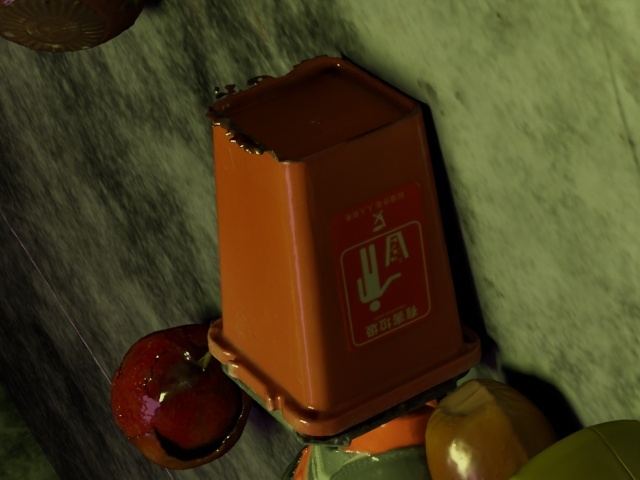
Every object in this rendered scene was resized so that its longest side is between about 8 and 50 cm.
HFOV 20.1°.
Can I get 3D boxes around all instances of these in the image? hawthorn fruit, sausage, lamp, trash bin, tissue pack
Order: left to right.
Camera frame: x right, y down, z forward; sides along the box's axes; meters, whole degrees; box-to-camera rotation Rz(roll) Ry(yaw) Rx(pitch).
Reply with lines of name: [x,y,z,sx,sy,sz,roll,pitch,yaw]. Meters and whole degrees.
lamp: [-0.218,-0.232,1.496,0.157,0.156,0.135,-20,58,39]
hawthorn fruit: [-0.132,0.148,1.807,0.148,0.148,0.172,56,141,12]
trash bin: [0.000,0.000,1.270,0.184,0.161,0.238,35,141,49]
sausage: [0.156,0.226,1.267,0.105,0.105,0.274,3,119,67]
tissue pack: [0.186,0.196,1.125,0.123,0.127,0.178,54,160,36]

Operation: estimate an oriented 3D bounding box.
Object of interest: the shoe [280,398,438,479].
shoe: [0.033,0.155,1.437,0.336,0.132,0.171,-165,70,-79]
